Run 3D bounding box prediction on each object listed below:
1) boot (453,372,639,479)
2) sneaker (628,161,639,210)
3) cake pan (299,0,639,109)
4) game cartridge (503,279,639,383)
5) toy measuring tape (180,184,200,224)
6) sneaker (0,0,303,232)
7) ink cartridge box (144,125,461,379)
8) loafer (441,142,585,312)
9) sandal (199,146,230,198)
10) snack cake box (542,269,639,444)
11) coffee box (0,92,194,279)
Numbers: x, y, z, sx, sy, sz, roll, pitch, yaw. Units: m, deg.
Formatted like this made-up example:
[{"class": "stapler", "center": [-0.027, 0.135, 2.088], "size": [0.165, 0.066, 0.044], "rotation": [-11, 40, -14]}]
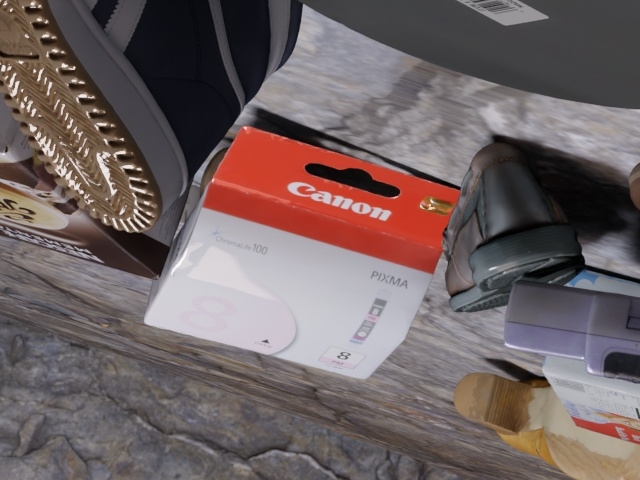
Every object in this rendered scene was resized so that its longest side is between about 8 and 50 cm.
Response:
[{"class": "boot", "center": [0.299, 0.201, 2.031], "size": [0.211, 0.104, 0.295], "rotation": [21, 176, -40]}, {"class": "sneaker", "center": [0.245, -0.006, 1.106], "size": [0.188, 0.071, 0.066], "rotation": [6, 164, 47]}, {"class": "cake pan", "center": [0.077, -0.127, 0.830], "size": [0.293, 0.054, 0.293], "rotation": [18, 170, 3]}, {"class": "game cartridge", "center": [0.314, 0.081, 1.271], "size": [0.355, 0.068, 0.230], "rotation": [8, -178, 22]}, {"class": "toy measuring tape", "center": [-0.240, -0.051, 1.621], "size": [0.330, 0.121, 0.121], "rotation": [16, 174, -42]}, {"class": "sneaker", "center": [-0.102, -0.157, 0.922], "size": [0.099, 0.153, 0.282], "rotation": [13, 138, 41]}, {"class": "ink cartridge box", "center": [-0.011, 0.017, 1.460], "size": [0.189, 0.066, 0.232], "rotation": [16, 153, -13]}, {"class": "loafer", "center": [0.128, -0.007, 1.342], "size": [0.096, 0.084, 0.267], "rotation": [-15, 172, -2]}, {"class": "sandal", "center": [-0.003, 0.006, 1.544], "size": [0.079, 0.088, 0.240], "rotation": [18, 166, 35]}, {"class": "snack cake box", "center": [0.275, 0.109, 1.592], "size": [0.152, 0.089, 0.264], "rotation": [14, 169, 16]}, {"class": "coffee box", "center": [-0.211, -0.082, 1.368], "size": [0.168, 0.119, 0.297], "rotation": [14, 168, 19]}]
